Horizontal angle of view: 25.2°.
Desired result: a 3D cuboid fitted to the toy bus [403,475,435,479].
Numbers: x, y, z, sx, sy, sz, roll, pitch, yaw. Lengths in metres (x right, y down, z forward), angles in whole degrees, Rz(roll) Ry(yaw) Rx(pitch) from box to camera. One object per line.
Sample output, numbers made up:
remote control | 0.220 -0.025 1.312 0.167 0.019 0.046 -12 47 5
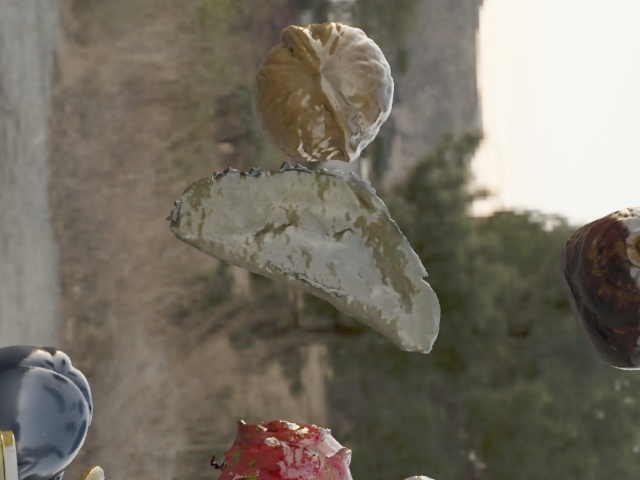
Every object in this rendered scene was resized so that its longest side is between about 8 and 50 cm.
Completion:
toy bus | 0.128 0.407 2.014 0.077 0.079 0.174 54 -48 49

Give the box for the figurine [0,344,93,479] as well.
figurine | -0.390 0.239 1.741 0.265 0.175 0.197 -55 -136 29

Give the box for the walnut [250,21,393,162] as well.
walnut | 0.001 -0.198 1.923 0.213 0.213 0.213 -3 90 -90

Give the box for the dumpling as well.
dumpling | -0.002 0.004 1.647 0.166 0.332 0.086 -63 -178 -27

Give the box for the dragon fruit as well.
dragon fruit | -0.055 0.367 1.929 0.210 0.205 0.268 74 29 -48

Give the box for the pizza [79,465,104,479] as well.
pizza | -0.378 0.516 2.410 0.181 0.034 0.262 -78 164 -50

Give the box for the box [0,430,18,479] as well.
box | -0.336 0.249 1.482 0.105 0.037 0.105 177 -90 -73

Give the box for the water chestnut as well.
water chestnut | 0.526 0.066 2.286 0.244 0.289 0.289 -78 167 -62
